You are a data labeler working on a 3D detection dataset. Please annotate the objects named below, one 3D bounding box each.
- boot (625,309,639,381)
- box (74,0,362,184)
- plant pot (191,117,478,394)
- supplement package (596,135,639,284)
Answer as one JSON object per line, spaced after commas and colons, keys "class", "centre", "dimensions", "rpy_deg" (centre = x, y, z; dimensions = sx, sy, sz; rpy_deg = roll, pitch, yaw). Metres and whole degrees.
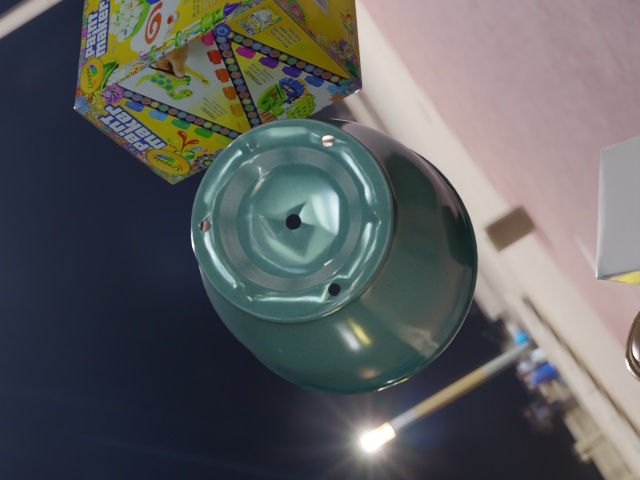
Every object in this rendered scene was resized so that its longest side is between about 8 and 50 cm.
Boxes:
{"class": "boot", "centre": [0.438, 0.099, 1.233], "dimensions": [0.220, 0.283, 0.109], "rpy_deg": [18, -116, -31]}
{"class": "box", "centre": [-0.119, -0.270, 1.599], "dimensions": [0.177, 0.279, 0.290], "rpy_deg": [40, -144, -42]}
{"class": "plant pot", "centre": [0.000, 0.000, 1.303], "dimensions": [0.272, 0.271, 0.255], "rpy_deg": [60, -174, 16]}
{"class": "supplement package", "centre": [0.525, -0.049, 1.963], "dimensions": [0.262, 0.145, 0.204], "rpy_deg": [161, 115, -67]}
